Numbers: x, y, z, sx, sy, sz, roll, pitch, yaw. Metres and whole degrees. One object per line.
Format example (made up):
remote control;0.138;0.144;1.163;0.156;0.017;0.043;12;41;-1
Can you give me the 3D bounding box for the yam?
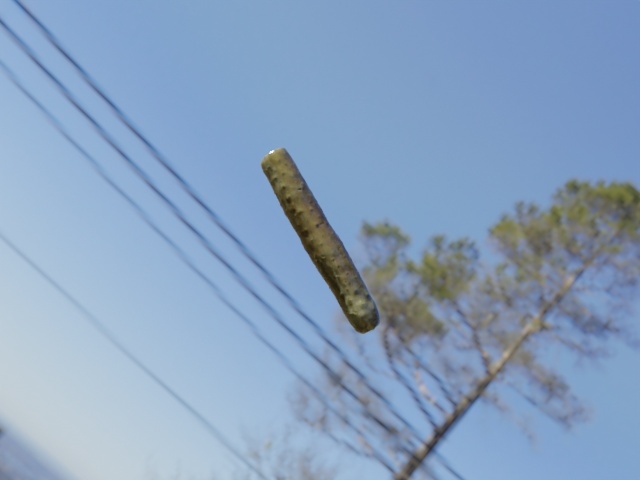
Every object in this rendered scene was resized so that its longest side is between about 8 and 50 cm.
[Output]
yam;0.000;0.000;0.739;0.116;0.021;0.021;61;-11;11
